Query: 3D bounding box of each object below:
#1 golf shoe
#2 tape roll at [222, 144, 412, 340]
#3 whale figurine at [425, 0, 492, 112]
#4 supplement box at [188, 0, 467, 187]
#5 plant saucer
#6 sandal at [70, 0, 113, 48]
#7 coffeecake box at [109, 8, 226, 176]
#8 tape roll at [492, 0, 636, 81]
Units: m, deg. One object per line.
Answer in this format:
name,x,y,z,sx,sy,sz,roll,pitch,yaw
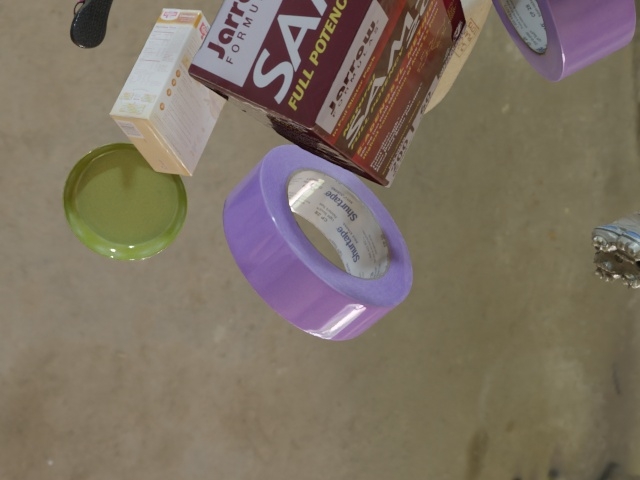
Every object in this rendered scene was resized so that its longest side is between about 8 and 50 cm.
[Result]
golf shoe,0.314,0.018,0.756,0.086,0.176,0.069,-33,134,-23
tape roll,0.000,0.000,1.276,0.275,0.275,0.090,17,133,-40
whale figurine,0.119,-0.274,1.117,0.272,0.141,0.216,-51,154,11
supplement box,0.020,-0.114,0.530,0.130,0.073,0.239,-65,167,3
plant saucer,-0.379,-0.079,1.790,0.241,0.037,0.241,-2,110,-5
sandal,-0.400,-0.396,1.594,0.067,0.040,0.179,56,33,-45
coffeecake box,-0.201,-0.208,1.292,0.185,0.068,0.142,-69,153,-23
tape roll,0.229,-0.261,0.917,0.080,0.189,0.189,-26,120,3
